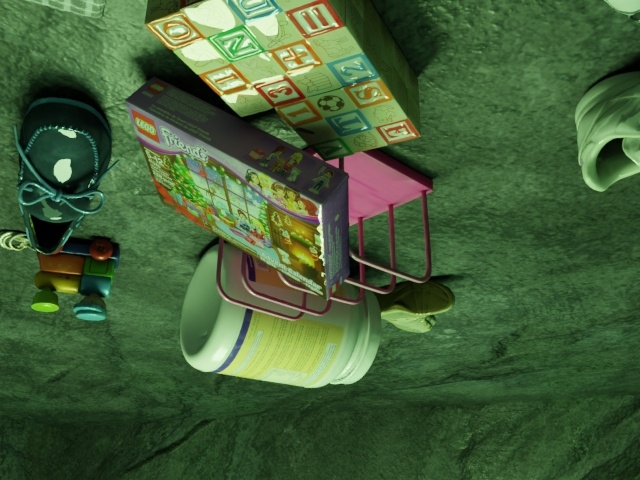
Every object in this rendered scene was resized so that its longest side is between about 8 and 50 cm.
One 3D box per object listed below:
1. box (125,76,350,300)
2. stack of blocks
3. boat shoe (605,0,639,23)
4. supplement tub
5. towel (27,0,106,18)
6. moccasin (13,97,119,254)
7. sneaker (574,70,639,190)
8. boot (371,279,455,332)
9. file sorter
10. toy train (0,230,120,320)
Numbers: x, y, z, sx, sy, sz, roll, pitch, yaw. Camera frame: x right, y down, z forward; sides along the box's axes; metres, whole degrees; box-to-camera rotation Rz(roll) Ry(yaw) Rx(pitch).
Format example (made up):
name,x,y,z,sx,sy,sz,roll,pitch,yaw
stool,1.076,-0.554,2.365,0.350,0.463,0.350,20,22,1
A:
name,x,y,z,sx,sy,sz,roll,pitch,yaw
box,-0.098,-0.062,0.879,0.293,0.057,0.201,29,150,22
stack of blocks,-0.023,-0.198,0.755,0.171,0.087,0.297,-11,153,25
boat shoe,0.386,-0.261,0.575,0.102,0.108,0.301,20,153,-35
supplement tub,-0.075,0.152,1.352,0.331,0.241,0.241,16,152,-28
towel,-0.250,-0.284,0.500,0.235,0.121,0.284,11,163,-20
moccasin,-0.365,-0.074,1.012,0.138,0.116,0.342,8,155,-15
sneaker,0.408,-0.148,0.759,0.114,0.152,0.305,30,146,-16
boot,0.218,0.149,1.532,0.213,0.077,0.165,-10,153,34
file sorter,0.000,0.000,1.081,0.202,0.182,0.291,22,149,-39
toy train,-0.507,0.066,1.300,0.248,0.143,0.105,8,155,-15
